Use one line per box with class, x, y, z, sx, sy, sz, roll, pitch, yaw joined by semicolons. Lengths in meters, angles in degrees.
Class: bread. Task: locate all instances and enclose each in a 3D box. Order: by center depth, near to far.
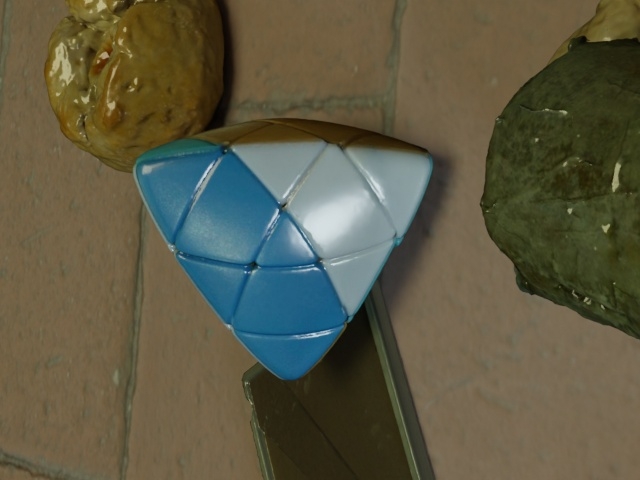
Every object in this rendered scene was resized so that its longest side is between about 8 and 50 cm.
bread;-0.207;-0.188;1.598;0.244;0.134;0.244;-11;75;48

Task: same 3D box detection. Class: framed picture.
framed picture;0.018;0.208;1.341;0.211;0.020;0.289;-40;55;41

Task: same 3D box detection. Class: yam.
yam;0.261;-0.012;0.930;0.300;0.195;0.195;27;106;51

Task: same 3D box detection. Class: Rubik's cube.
Rubik's cube;0.000;0.000;1.310;0.254;0.254;0.254;-11;77;51

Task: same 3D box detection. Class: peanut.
peanut;0.198;-0.092;1.110;0.082;0.082;0.187;25;104;51
